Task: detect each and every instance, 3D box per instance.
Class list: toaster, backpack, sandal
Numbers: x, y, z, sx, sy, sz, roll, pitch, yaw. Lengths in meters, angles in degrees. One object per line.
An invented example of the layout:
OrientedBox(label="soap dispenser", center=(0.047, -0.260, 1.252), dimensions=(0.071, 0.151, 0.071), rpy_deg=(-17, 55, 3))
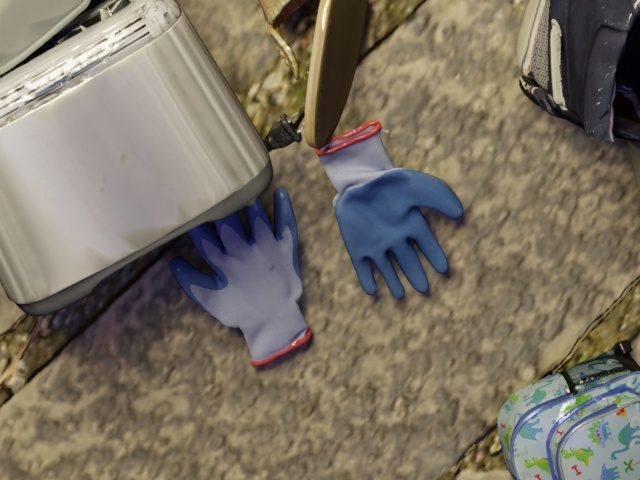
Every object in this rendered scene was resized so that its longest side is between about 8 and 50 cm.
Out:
OrientedBox(label="toaster", center=(-0.135, -0.068, 1.236), dimensions=(0.227, 0.129, 0.146), rpy_deg=(-29, 114, -1))
OrientedBox(label="backpack", center=(0.191, 0.145, 1.426), dimensions=(0.114, 0.084, 0.105), rpy_deg=(-19, 113, -2))
OrientedBox(label="sandal", center=(-0.012, -0.184, 1.258), dimensions=(0.079, 0.088, 0.240), rpy_deg=(14, 104, 15))

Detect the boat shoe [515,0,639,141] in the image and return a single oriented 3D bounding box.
OrientedBox(label="boat shoe", center=(0.224, -0.217, 1.237), dimensions=(0.127, 0.158, 0.341), rpy_deg=(5, 112, -15))

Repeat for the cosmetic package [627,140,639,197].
OrientedBox(label="cosmetic package", center=(0.312, 0.025, 1.393), dimensions=(0.127, 0.107, 0.238), rpy_deg=(-22, 113, -6))

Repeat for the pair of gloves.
OrientedBox(label="pair of gloves", center=(0.000, 0.000, 1.338), dimensions=(0.198, 0.023, 0.159), rpy_deg=(-27, 131, -2))

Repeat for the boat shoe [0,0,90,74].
OrientedBox(label="boat shoe", center=(-0.131, -0.225, 1.175), dimensions=(0.319, 0.099, 0.116), rpy_deg=(-41, 160, -12))
